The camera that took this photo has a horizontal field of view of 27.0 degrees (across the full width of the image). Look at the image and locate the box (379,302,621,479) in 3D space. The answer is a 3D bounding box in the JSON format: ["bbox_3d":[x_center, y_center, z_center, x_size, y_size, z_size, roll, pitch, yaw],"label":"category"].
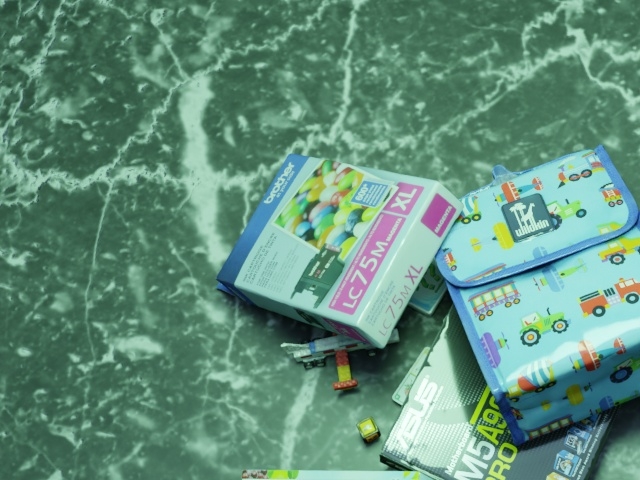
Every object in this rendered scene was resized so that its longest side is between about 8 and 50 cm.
[{"bbox_3d":[0.219,0.170,1.484,0.216,0.060,0.270,26,74,10],"label":"box"}]

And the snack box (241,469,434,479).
[{"bbox_3d":[0.044,0.290,1.388,0.207,0.174,0.070,-7,65,29],"label":"snack box"}]

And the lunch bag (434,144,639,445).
[{"bbox_3d":[0.250,0.034,1.435,0.221,0.138,0.293,-23,54,5],"label":"lunch bag"}]

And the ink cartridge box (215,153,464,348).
[{"bbox_3d":[0.000,0.000,1.528,0.311,0.065,0.185,14,69,51],"label":"ink cartridge box"}]

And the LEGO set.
[{"bbox_3d":[0.080,0.107,1.553,0.182,0.060,0.244,29,75,23],"label":"LEGO set"}]
